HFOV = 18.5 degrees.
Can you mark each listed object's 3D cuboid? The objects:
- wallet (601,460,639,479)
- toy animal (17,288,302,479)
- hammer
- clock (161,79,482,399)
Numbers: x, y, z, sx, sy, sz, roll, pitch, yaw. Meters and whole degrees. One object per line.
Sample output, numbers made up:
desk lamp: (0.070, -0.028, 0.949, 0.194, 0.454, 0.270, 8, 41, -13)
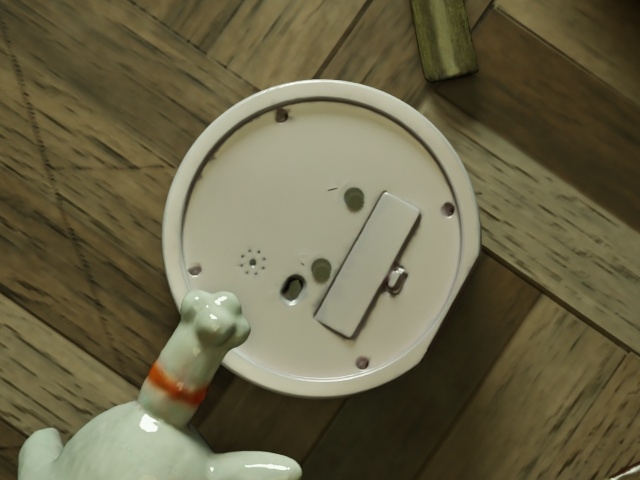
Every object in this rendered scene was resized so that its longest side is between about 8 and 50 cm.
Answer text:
wallet: (0.277, 0.151, 1.257, 0.176, 0.026, 0.095, -30, 83, -3)
toy animal: (-0.123, 0.164, 1.196, 0.140, 0.138, 0.282, 44, 84, -4)
hammer: (0.053, -0.283, 1.266, 0.111, 0.043, 0.365, -10, 90, -3)
clock: (0.000, 0.000, 1.236, 0.196, 0.068, 0.197, 0, 88, -1)
